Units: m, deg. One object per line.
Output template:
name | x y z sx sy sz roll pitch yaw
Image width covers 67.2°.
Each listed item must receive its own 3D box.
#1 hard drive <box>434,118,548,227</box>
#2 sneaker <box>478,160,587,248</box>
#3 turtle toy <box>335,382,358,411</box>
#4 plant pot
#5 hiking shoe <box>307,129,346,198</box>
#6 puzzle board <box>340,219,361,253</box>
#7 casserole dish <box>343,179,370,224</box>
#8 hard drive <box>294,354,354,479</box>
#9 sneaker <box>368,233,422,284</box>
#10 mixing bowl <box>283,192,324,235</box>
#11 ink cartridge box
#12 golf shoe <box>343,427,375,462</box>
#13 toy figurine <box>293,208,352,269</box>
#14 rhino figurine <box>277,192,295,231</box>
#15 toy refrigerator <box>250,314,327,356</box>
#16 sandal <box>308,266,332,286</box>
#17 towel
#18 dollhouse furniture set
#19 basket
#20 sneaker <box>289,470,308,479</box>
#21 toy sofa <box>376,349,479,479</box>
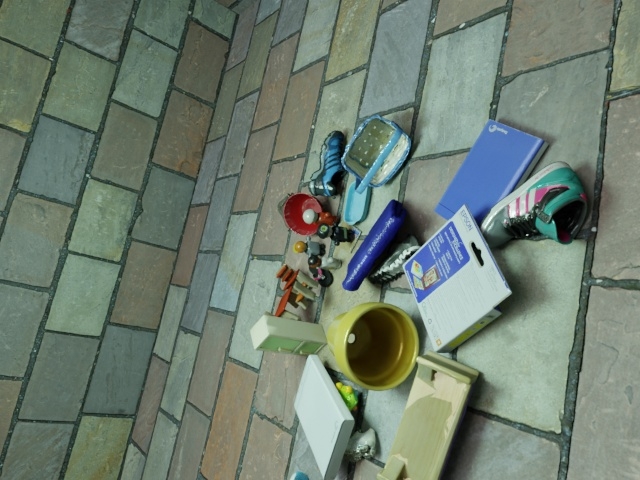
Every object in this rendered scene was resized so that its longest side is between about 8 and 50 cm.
hard drive | 0.486 -0.177 1.408 0.319 0.040 0.210 -61 36 15
sneaker | 0.543 -0.041 1.212 0.295 0.123 0.179 -48 32 28
turtle toy | 0.082 0.526 1.614 0.130 0.066 0.095 0 81 54
plant pot | 0.139 0.316 1.504 0.239 0.253 0.254 170 114 -69
hiking shoe | 0.059 -0.315 2.014 0.131 0.113 0.304 14 79 24
puzzle board | 0.105 -0.017 1.873 0.128 0.011 0.097 43 108 52
casserole dish | 0.146 -0.147 1.855 0.114 0.036 0.189 -4 73 52
hard drive | 0.001 0.584 1.631 0.353 0.047 0.233 -133 56 -62
sneaker | 0.247 0.060 1.599 0.234 0.078 0.106 -40 40 35
mixing bowl | -0.053 -0.120 2.026 0.181 0.098 0.182 8 110 24
ink cartridge box | 0.384 0.109 1.358 0.307 0.072 0.304 -50 40 38
golf shoe | 0.116 0.651 1.535 0.176 0.069 0.086 -34 24 41
toy figurine | 0.000 0.000 1.869 0.213 0.148 0.210 48 121 50
rhino figurine | -0.131 -0.113 2.178 0.106 0.073 0.243 -49 42 22
toy refrigerator | -0.113 0.359 1.774 0.102 0.269 0.094 -48 44 28
sandal | -0.011 0.132 1.936 0.179 0.040 0.067 40 107 53
towel | 0.188 0.020 1.626 0.308 0.076 0.228 -58 2 22
dollhouse furniture set | -0.134 0.215 1.891 0.262 0.135 0.259 -50 11 27
basket | 0.199 -0.311 1.688 0.255 0.201 0.289 -54 8 25
sneaker | -0.100 0.921 1.668 0.092 0.087 0.229 -14 63 52
toy sofa | 0.298 0.496 1.298 0.150 0.177 0.363 19 90 30
